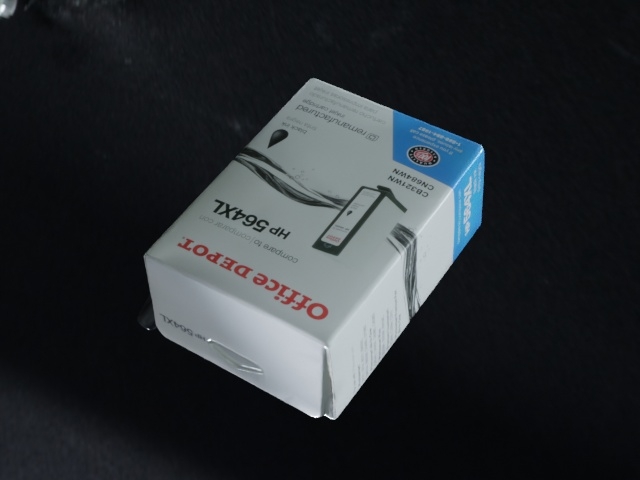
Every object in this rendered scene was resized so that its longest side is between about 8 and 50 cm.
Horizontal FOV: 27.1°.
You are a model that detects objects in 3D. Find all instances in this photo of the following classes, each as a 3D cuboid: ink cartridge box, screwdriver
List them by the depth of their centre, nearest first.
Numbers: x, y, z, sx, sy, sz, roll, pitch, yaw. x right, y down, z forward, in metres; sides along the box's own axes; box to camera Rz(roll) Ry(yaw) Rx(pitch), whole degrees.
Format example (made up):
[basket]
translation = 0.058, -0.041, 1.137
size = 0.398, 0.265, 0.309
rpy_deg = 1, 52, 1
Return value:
[ink cartridge box]
translation = 0.000, 0.000, 0.906
size = 0.148, 0.203, 0.086
rpy_deg = 24, -36, 22
[screwdriver]
translation = -0.096, 0.010, 1.080
size = 0.025, 0.024, 0.170
rpy_deg = 25, -65, -40
